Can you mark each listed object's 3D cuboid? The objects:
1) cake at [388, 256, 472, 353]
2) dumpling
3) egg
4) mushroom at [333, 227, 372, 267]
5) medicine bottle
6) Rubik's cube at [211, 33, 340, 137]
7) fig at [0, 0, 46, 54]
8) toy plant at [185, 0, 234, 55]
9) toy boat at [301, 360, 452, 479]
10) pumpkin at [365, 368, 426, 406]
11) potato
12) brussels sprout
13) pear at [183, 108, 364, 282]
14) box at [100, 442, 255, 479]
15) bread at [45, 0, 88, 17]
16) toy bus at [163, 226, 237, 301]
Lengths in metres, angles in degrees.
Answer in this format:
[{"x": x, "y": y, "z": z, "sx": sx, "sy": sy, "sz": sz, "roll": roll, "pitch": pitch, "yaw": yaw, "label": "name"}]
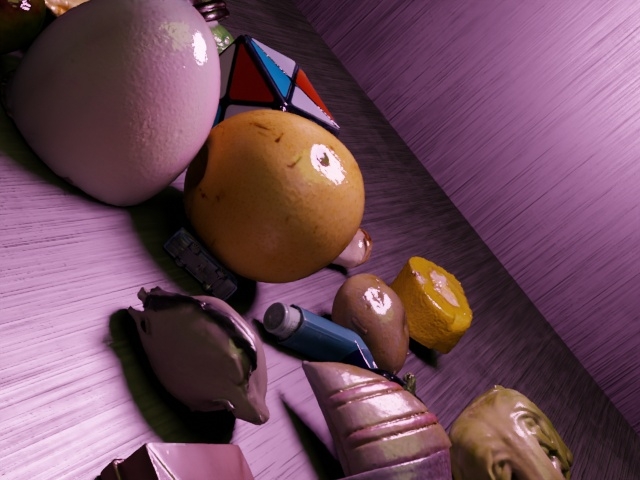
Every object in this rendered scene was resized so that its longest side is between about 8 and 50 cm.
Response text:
[{"x": 0.270, "y": 0.162, "z": 2.435, "sx": 0.179, "sy": 0.156, "sz": 0.260, "roll": 25, "pitch": 22, "yaw": -16, "label": "cake"}, {"x": -0.166, "y": 0.166, "z": 1.510, "sx": 0.293, "sy": 0.163, "sz": 0.204, "roll": 43, "pitch": 22, "yaw": 19, "label": "dumpling"}, {"x": -0.329, "y": -0.287, "z": 1.718, "sx": 0.354, "sy": 0.340, "sz": 0.354, "roll": 41, "pitch": 23, "yaw": -22, "label": "egg"}, {"x": 0.000, "y": 0.000, "z": 2.249, "sx": 0.329, "sy": 0.122, "sz": 0.159, "roll": 21, "pitch": 70, "yaw": -51, "label": "mushroom"}, {"x": -0.001, "y": 0.201, "z": 1.900, "sx": 0.258, "sy": 0.079, "sz": 0.124, "roll": 31, "pitch": 28, "yaw": -41, "label": "medicine bottle"}, {"x": -0.147, "y": -0.288, "z": 2.232, "sx": 0.246, "sy": 0.248, "sz": 0.250, "roll": 15, "pitch": 40, "yaw": -56, "label": "Rubik's cube"}, {"x": -0.570, "y": -0.410, "z": 1.672, "sx": 0.181, "sy": 0.181, "sz": 0.191, "roll": 57, "pitch": 15, "yaw": 20, "label": "fig"}, {"x": -0.313, "y": -0.555, "z": 2.511, "sx": 0.218, "sy": 0.175, "sz": 0.235, "roll": -34, "pitch": 112, "yaw": -63, "label": "toy plant"}, {"x": 0.112, "y": 0.348, "z": 1.686, "sx": 0.276, "sy": 0.111, "sz": 0.293, "roll": 9, "pitch": 58, "yaw": -18, "label": "toy boat"}, {"x": 0.124, "y": 0.335, "z": 1.842, "sx": 0.194, "sy": 0.150, "sz": 0.194, "roll": 20, "pitch": 56, "yaw": -32, "label": "pumpkin"}, {"x": 0.111, "y": 0.186, "z": 2.068, "sx": 0.178, "sy": 0.160, "sz": 0.235, "roll": 2, "pitch": 61, "yaw": -33, "label": "potato"}, {"x": 0.407, "y": 0.468, "z": 2.047, "sx": 0.328, "sy": 0.247, "sz": 0.328, "roll": 40, "pitch": 19, "yaw": -17, "label": "brussels sprout"}, {"x": -0.093, "y": -0.085, "z": 1.851, "sx": 0.348, "sy": 0.348, "sz": 0.348, "roll": 42, "pitch": 21, "yaw": -20, "label": "pear"}, {"x": -0.155, "y": 0.374, "z": 1.257, "sx": 0.215, "sy": 0.086, "sz": 0.215, "roll": 18, "pitch": 37, "yaw": -54, "label": "box"}, {"x": -0.525, "y": -0.473, "z": 1.931, "sx": 0.405, "sy": 0.242, "sz": 0.345, "roll": -2, "pitch": 49, "yaw": -42, "label": "bread"}, {"x": -0.218, "y": 0.043, "z": 1.773, "sx": 0.153, "sy": 0.051, "sz": 0.061, "roll": 44, "pitch": 15, "yaw": -13, "label": "toy bus"}]
